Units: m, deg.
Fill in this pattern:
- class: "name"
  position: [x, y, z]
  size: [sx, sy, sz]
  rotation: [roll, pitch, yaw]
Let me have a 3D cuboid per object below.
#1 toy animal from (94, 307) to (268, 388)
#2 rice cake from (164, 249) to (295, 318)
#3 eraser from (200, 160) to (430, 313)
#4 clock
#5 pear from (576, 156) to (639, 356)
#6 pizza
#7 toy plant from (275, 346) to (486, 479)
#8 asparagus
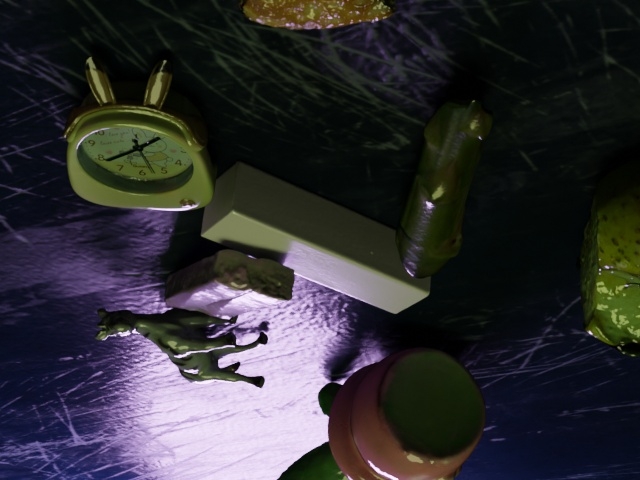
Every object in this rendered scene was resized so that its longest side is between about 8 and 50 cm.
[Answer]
- class: "toy animal"
  position: [-0.183, 0.140, 1.974]
  size: [0.170, 0.090, 0.255]
  rotation: [-15, 142, 38]
- class: "rice cake"
  position: [-0.126, 0.059, 1.780]
  size: [0.106, 0.050, 0.298]
  rotation: [15, 168, -16]
- class: "eraser"
  position: [-0.001, 0.000, 1.714]
  size: [0.298, 0.076, 0.078]
  rotation: [23, 145, -27]
- class: "clock"
  position: [-0.205, -0.121, 1.552]
  size: [0.170, 0.069, 0.232]
  rotation: [5, 148, 2]
- class: "pear"
  position: [0.431, 0.013, 1.593]
  size: [0.238, 0.164, 0.255]
  rotation: [5, 148, 5]
- class: "pizza"
  position: [-0.008, -0.244, 1.346]
  size: [0.160, 0.036, 0.099]
  rotation: [-2, 149, 10]
- class: "toy plant"
  position: [0.081, 0.299, 2.046]
  size: [0.317, 0.211, 0.356]
  rotation: [-27, 176, -28]
- class: "asparagus"
  position: [0.141, -0.074, 1.566]
  size: [0.082, 0.085, 0.343]
  rotation: [11, 145, 3]
